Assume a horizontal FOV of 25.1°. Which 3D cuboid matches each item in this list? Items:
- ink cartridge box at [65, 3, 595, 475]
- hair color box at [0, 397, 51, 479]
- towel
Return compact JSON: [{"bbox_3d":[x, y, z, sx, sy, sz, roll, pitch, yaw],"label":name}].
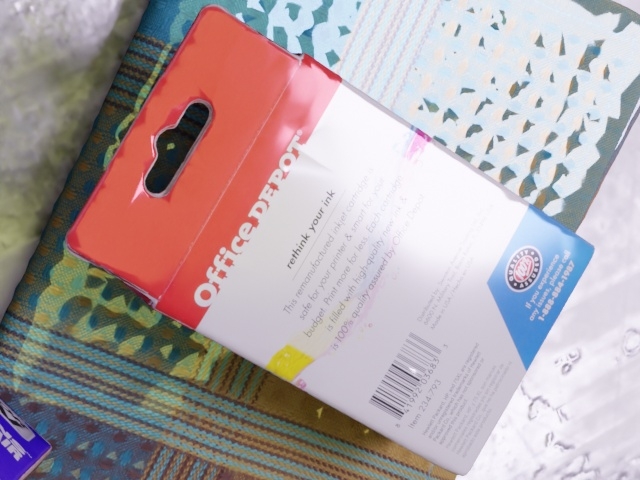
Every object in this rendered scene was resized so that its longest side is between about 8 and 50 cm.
[{"bbox_3d":[0.000,0.000,0.693,0.231,0.078,0.134,32,87,-21],"label":"ink cartridge box"},{"bbox_3d":[-0.211,0.124,0.518,0.110,0.339,0.185,44,86,-3],"label":"hair color box"},{"bbox_3d":[0.000,-0.002,0.756,0.271,0.040,0.370,26,89,-20],"label":"towel"}]
